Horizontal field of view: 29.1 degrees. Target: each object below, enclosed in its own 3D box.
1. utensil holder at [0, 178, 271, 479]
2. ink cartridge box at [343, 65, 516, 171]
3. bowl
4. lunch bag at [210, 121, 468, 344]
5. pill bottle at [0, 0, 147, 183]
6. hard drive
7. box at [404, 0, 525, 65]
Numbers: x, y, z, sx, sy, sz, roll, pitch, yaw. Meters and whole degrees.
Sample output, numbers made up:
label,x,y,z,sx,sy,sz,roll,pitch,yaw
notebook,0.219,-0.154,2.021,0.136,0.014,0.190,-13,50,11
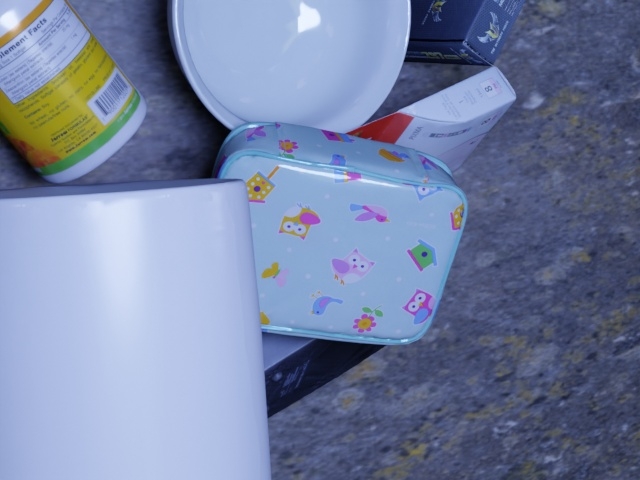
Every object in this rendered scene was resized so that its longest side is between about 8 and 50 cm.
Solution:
label,x,y,z,sx,sy,sz,roll,pitch,yaw
utensil holder,-0.209,0.142,1.143,0.328,0.327,0.385,-7,96,-32
ink cartridge box,0.102,-0.106,1.478,0.232,0.189,0.066,-30,79,-28
bowl,-0.055,-0.253,1.375,0.298,0.134,0.298,-7,103,-31
lunch bag,0.000,0.000,1.317,0.279,0.108,0.224,9,116,-11
pill bottle,-0.297,-0.188,1.230,0.136,0.136,0.245,-46,119,-18
hard drive,0.001,0.123,1.476,0.255,0.054,0.172,-28,157,-29
box,0.183,-0.324,1.487,0.059,0.183,0.232,31,83,-33
